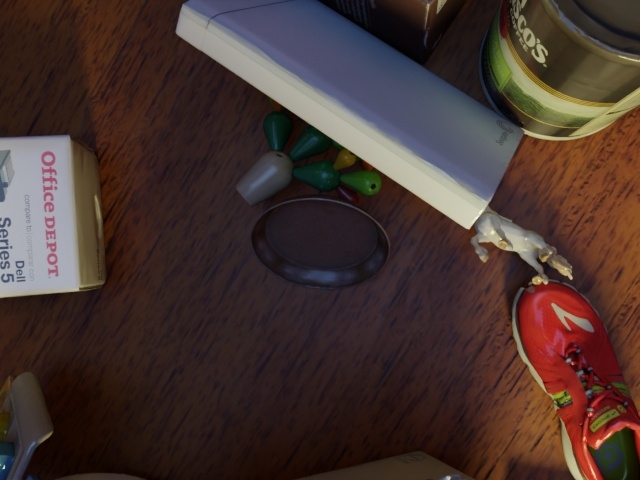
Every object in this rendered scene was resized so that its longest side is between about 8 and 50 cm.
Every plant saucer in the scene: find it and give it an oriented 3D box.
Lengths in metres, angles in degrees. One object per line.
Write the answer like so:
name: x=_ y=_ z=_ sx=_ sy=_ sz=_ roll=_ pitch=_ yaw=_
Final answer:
plant saucer: x=0.000 y=0.000 z=0.638 sx=0.169 sy=0.168 sz=0.029 roll=1 pitch=50 yaw=8

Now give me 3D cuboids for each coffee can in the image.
coffee can: x=0.281 y=-0.227 z=0.525 sx=0.202 sy=0.275 sz=0.201 roll=0 pitch=88 yaw=9

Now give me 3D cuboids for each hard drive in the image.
hard drive: x=0.052 y=-0.172 z=0.590 sx=0.353 sy=0.233 sz=0.047 roll=36 pitch=128 yaw=7

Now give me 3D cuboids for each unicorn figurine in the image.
unicorn figurine: x=0.220 y=-0.011 z=0.628 sx=0.162 sy=0.111 sz=0.060 roll=39 pitch=120 yaw=-13

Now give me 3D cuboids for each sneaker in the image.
sneaker: x=0.310 y=0.173 z=0.590 sx=0.107 sy=0.118 sz=0.279 roll=-23 pitch=86 yaw=6

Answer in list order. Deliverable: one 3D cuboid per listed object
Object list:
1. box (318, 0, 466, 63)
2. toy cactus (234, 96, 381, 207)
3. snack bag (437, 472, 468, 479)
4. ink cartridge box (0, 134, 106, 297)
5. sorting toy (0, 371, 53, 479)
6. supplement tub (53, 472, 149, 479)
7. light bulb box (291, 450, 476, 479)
box: x=0.085 y=-0.351 z=0.610 sx=0.203 sy=0.168 sz=0.167 roll=34 pitch=93 yaw=7
toy cactus: x=-0.025 y=-0.109 z=0.649 sx=0.180 sy=0.112 sz=0.219 roll=-39 pitch=74 yaw=-2
snack bag: x=-0.004 y=0.366 z=0.343 sx=0.323 sy=0.037 sz=0.342 roll=-10 pitch=91 yaw=-27
ink cartridge box: x=-0.435 y=-0.024 z=0.671 sx=0.273 sy=0.115 sz=0.198 roll=-5 pitch=88 yaw=-8
sorting toy: x=-0.389 y=0.267 z=0.606 sx=0.047 sy=0.348 sz=0.196 roll=30 pitch=82 yaw=-35
supplement tub: x=-0.284 y=0.478 z=0.606 sx=0.241 sy=0.241 sz=0.331 roll=14 pitch=91 yaw=8
light bulb box: x=0.020 y=0.438 z=0.494 sx=0.361 sy=0.225 sz=0.357 roll=-1 pitch=87 yaw=-25
